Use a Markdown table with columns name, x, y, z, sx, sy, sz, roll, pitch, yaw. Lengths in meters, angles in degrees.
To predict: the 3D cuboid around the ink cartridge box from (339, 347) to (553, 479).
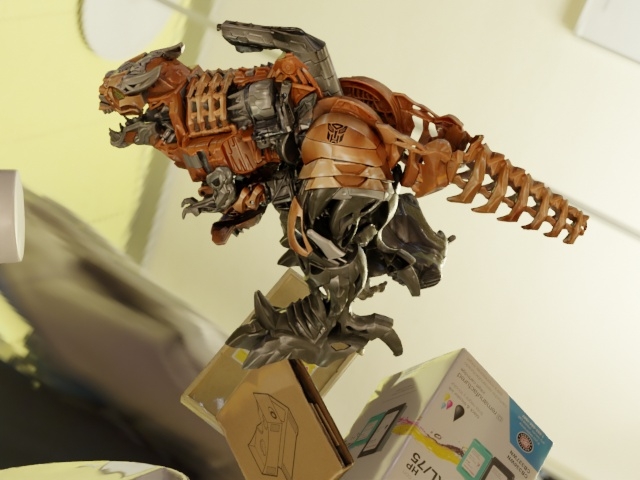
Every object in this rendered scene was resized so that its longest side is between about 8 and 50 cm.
| name | x | y | z | sx | sy | sz | roll | pitch | yaw |
| --- | --- | --- | --- | --- | --- | --- | --- | --- | --- |
| ink cartridge box | 0.141 | 0.325 | 1.718 | 0.197 | 0.198 | 0.270 | -30 | -162 | 50 |

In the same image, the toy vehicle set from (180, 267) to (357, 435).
| name | x | y | z | sx | sy | sz | roll | pitch | yaw |
| --- | --- | --- | --- | --- | --- | --- | --- | --- | --- |
| toy vehicle set | -0.063 | 0.189 | 1.914 | 0.267 | 0.166 | 0.035 | -49 | 171 | -21 |

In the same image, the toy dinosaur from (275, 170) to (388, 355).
| name | x | y | z | sx | sy | sz | roll | pitch | yaw |
| --- | --- | --- | --- | --- | --- | --- | --- | --- | --- |
| toy dinosaur | 0.000 | 0.000 | 1.091 | 0.064 | 0.268 | 0.118 | -26 | 152 | 11 |

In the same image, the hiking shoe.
| name | x | y | z | sx | sy | sz | roll | pitch | yaw |
| --- | --- | --- | --- | --- | --- | --- | --- | --- | --- |
| hiking shoe | 0.081 | -0.029 | 1.762 | 0.086 | 0.227 | 0.114 | -43 | -166 | 47 |

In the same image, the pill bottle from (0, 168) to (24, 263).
| name | x | y | z | sx | sy | sz | roll | pitch | yaw |
| --- | --- | --- | --- | --- | --- | --- | --- | --- | --- |
| pill bottle | -0.443 | -0.024 | 1.343 | 0.136 | 0.245 | 0.136 | 179 | -90 | -83 |

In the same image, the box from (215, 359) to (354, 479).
| name | x | y | z | sx | sy | sz | roll | pitch | yaw |
| --- | --- | --- | --- | --- | --- | --- | --- | --- | --- |
| box | -0.045 | 0.219 | 1.413 | 0.021 | 0.164 | 0.201 | -15 | 156 | -33 |

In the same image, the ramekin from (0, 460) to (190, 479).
| name | x | y | z | sx | sy | sz | roll | pitch | yaw |
| --- | --- | --- | --- | --- | --- | --- | --- | --- | --- |
| ramekin | -0.282 | 0.340 | 1.453 | 0.273 | 0.272 | 0.127 | -3 | 92 | -66 |

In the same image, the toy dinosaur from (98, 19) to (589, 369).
| name | x | y | z | sx | sy | sz | roll | pitch | yaw |
| --- | --- | --- | --- | --- | --- | --- | --- | --- | --- |
| toy dinosaur | 0.004 | -0.035 | 0.857 | 0.164 | 0.321 | 0.218 | -35 | 140 | -42 |
